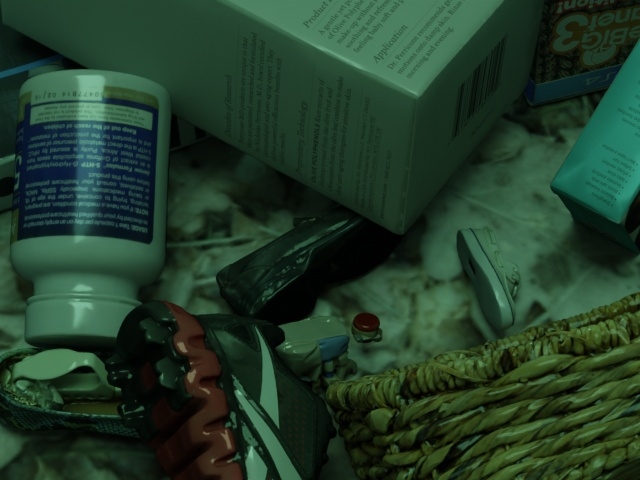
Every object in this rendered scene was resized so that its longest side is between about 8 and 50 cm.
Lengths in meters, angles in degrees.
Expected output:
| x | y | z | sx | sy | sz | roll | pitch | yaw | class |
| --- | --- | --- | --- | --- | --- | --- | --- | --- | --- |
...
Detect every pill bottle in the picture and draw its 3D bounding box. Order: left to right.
| x | y | z | sx | sy | sz | roll | pitch | yaw | class |
| --- | --- | --- | --- | --- | --- | --- | --- | --- | --- |
| -0.164 | -0.018 | 1.376 | 0.112 | 0.112 | 0.186 | 1 | 78 | 3 | pill bottle |

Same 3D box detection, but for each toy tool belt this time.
| x | y | z | sx | sy | sz | roll | pitch | yaw | class |
| --- | --- | --- | --- | --- | --- | --- | --- | --- | --- |
| 0.001 | 0.081 | 1.368 | 0.083 | 0.051 | 0.052 | -11 | 37 | -20 | toy tool belt |

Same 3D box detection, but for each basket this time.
| x | y | z | sx | sy | sz | roll | pitch | yaw | class |
| --- | --- | --- | --- | --- | --- | --- | --- | --- | --- |
| 0.167 | 0.094 | 1.239 | 0.299 | 0.213 | 0.223 | -15 | 55 | -9 | basket |

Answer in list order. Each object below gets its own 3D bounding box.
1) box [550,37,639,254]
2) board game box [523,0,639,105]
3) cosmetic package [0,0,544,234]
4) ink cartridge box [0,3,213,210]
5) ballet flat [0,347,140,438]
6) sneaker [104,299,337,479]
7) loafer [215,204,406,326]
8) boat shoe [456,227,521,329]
| x | y | z | sx | sy | sz | roll | pitch | yaw | class |
| --- | --- | --- | --- | --- | --- | --- | --- | --- | --- |
| 0.261 | -0.116 | 1.401 | 0.060 | 0.100 | 0.244 | 30 | 87 | 22 | box |
| 0.196 | -0.292 | 1.475 | 0.141 | 0.291 | 0.232 | -13 | 55 | -8 | board game box |
| -0.040 | -0.188 | 1.421 | 0.365 | 0.155 | 0.197 | 29 | 55 | 20 | cosmetic package |
| -0.219 | -0.117 | 1.509 | 0.333 | 0.065 | 0.165 | -22 | 56 | -12 | ink cartridge box |
| -0.141 | 0.101 | 1.343 | 0.188 | 0.070 | 0.070 | -4 | 53 | 0 | ballet flat |
| -0.041 | 0.164 | 1.263 | 0.135 | 0.097 | 0.276 | -4 | 66 | -35 | sneaker |
| 0.000 | 0.000 | 1.414 | 0.170 | 0.062 | 0.061 | -33 | 54 | -21 | loafer |
| 0.128 | 0.026 | 1.400 | 0.035 | 0.035 | 0.100 | -8 | 38 | -12 | boat shoe |
